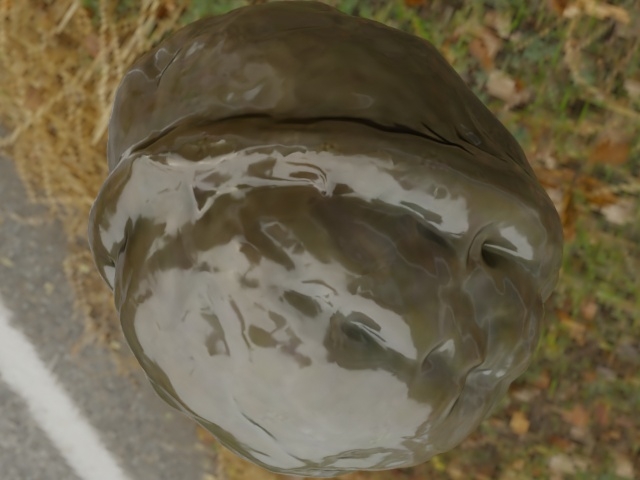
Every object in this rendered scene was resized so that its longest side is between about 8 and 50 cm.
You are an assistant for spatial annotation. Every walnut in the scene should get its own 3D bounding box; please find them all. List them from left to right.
[{"bbox_3d":[0.000,0.000,0.681,0.224,0.224,0.224,18,148,12],"label":"walnut"}]
